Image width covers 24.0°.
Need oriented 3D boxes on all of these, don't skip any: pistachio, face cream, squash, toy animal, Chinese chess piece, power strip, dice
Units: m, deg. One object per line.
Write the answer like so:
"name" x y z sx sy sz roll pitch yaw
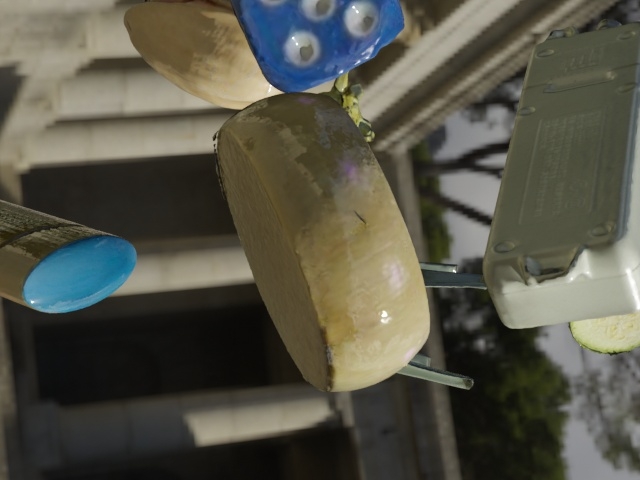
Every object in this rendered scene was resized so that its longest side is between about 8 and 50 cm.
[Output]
"pistachio" -0.124 -0.242 1.764 0.229 0.157 0.157 25 -53 20
"face cream" -0.292 0.008 1.421 0.285 0.139 0.067 14 -69 48
"squash" 0.264 0.014 1.503 0.224 0.094 0.094 -105 -160 -54
"toy animal" -0.017 -0.155 1.916 0.136 0.181 0.073 95 -29 -61
"Chinese chess piece" 0.000 0.000 1.235 0.251 0.097 0.251 158 -90 -79
"power strip" 0.179 -0.058 1.022 0.338 0.098 0.058 -70 142 -51
"dice" -0.012 -0.230 1.381 0.146 0.143 0.146 63 4 -19

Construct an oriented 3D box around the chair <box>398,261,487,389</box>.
"chair" 0.065 0.070 1.992 0.203 0.274 0.191 -161 -97 -73
